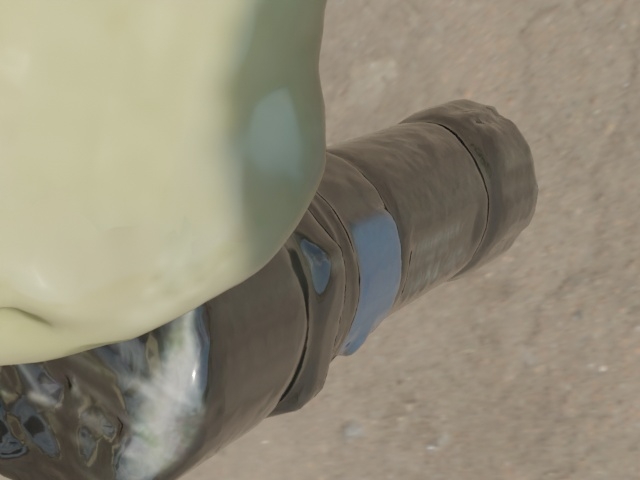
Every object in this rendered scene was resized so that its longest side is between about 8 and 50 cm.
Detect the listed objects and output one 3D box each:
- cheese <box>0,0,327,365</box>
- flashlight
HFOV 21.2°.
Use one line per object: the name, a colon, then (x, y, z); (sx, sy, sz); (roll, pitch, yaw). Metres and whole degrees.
cheese: (-0.106, -0.118, 0.330); (0.318, 0.115, 0.326); (-49, 129, -22)
flashlight: (0.000, 0.000, 0.689); (0.103, 0.424, 0.103); (4, 102, 21)
